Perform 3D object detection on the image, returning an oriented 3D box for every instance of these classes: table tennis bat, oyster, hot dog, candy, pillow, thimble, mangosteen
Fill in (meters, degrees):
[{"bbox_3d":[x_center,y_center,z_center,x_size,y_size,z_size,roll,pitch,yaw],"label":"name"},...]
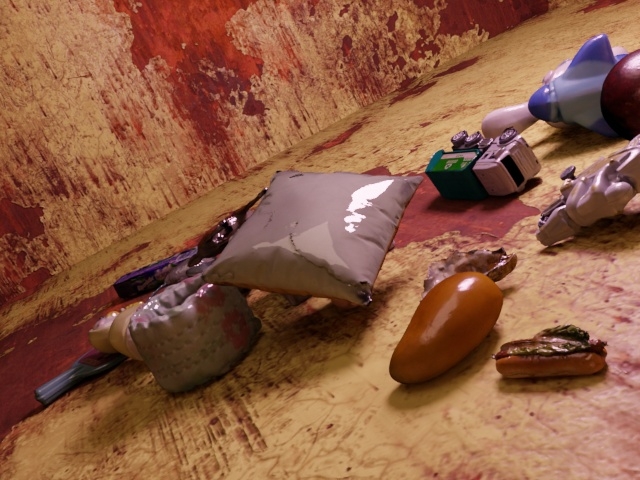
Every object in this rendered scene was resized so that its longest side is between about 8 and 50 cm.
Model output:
[{"bbox_3d":[-0.506,0.277,1.432,0.244,0.040,0.153,-33,19,-36],"label":"table tennis bat"},{"bbox_3d":[0.220,0.052,0.969,0.148,0.051,0.103,-23,26,43],"label":"oyster"},{"bbox_3d":[0.251,0.122,0.724,0.133,0.041,0.056,-13,21,38],"label":"hot dog"},{"bbox_3d":[-0.438,0.087,1.855,0.312,0.061,0.088,-19,17,21],"label":"candy"},{"bbox_3d":[-0.008,-0.018,1.113,0.312,0.119,0.310,3,40,28],"label":"pillow"},{"bbox_3d":[-0.221,0.154,1.166,0.211,0.149,0.185,-30,14,-15],"label":"thimble"},{"bbox_3d":[0.591,-0.251,1.129,0.199,0.200,0.200,-24,16,8],"label":"mangosteen"}]

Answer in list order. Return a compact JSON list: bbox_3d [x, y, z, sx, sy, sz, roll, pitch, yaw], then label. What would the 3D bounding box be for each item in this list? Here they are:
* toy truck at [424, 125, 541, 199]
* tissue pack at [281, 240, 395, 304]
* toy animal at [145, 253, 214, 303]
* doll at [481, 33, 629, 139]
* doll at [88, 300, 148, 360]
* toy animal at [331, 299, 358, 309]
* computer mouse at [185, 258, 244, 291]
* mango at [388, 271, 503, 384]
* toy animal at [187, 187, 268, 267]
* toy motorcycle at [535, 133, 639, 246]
[{"bbox_3d":[0.322,-0.150,1.342,0.124,0.114,0.253,-45,21,-14],"label":"toy truck"},{"bbox_3d":[0.000,0.000,1.319,0.246,0.136,0.159,-30,16,-13],"label":"tissue pack"},{"bbox_3d":[-0.375,0.113,1.675,0.253,0.070,0.079,-39,4,-28],"label":"toy animal"},{"bbox_3d":[0.559,-0.324,1.362,0.376,0.187,0.365,-46,10,-2],"label":"doll"},{"bbox_3d":[-0.393,0.183,1.357,0.296,0.117,0.141,-2,16,41],"label":"doll"},{"bbox_3d":[0.044,0.069,1.135,0.083,0.089,0.150,-3,26,-15],"label":"toy animal"},{"bbox_3d":[-0.210,0.077,1.510,0.167,0.090,0.379,-20,2,-5],"label":"computer mouse"},{"bbox_3d":[0.159,0.109,0.835,0.184,0.085,0.102,-39,20,-22],"label":"mango"},{"bbox_3d":[-0.191,-0.029,1.454,0.243,0.087,0.260,-26,-4,-35],"label":"toy animal"},{"bbox_3d":[0.414,-0.074,0.968,0.228,0.074,0.151,-41,9,24],"label":"toy motorcycle"}]
